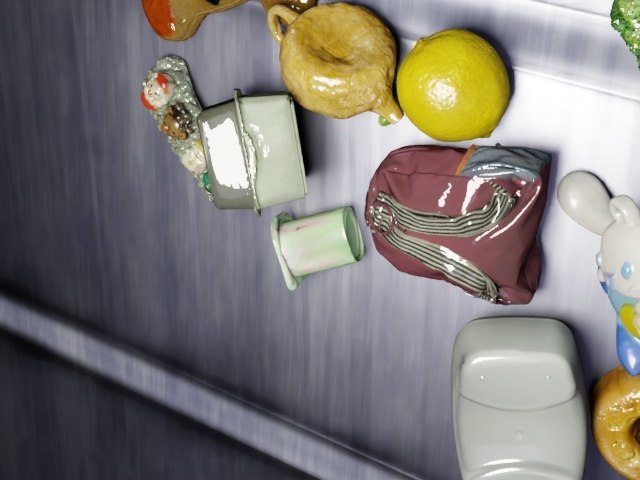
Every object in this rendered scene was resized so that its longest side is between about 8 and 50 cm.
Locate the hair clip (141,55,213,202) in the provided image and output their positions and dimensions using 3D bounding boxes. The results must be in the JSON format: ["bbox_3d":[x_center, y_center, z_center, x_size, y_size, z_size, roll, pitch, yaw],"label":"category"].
[{"bbox_3d":[-0.270,-0.218,1.486,0.138,0.091,0.321,-35,88,31],"label":"hair clip"}]

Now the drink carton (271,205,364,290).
[{"bbox_3d":[0.000,0.000,1.408,0.142,0.146,0.144,-15,99,19],"label":"drink carton"}]

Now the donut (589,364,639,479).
[{"bbox_3d":[0.578,0.312,1.248,0.226,0.114,0.227,8,110,22],"label":"donut"}]

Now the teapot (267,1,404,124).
[{"bbox_3d":[0.021,-0.307,1.295,0.311,0.203,0.167,37,159,15],"label":"teapot"}]

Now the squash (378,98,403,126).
[{"bbox_3d":[0.140,-0.242,1.330,0.089,0.027,0.027,-42,86,25],"label":"squash"}]

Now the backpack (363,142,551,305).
[{"bbox_3d":[0.223,-0.040,1.250,0.317,0.197,0.283,12,123,25],"label":"backpack"}]

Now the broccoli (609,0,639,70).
[{"bbox_3d":[0.547,-0.354,0.988,0.307,0.275,0.308,-3,112,-7],"label":"broccoli"}]

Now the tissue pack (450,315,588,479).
[{"bbox_3d":[0.349,0.295,1.287,0.229,0.236,0.333,-3,104,16],"label":"tissue pack"}]

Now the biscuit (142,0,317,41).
[{"bbox_3d":[-0.187,-0.574,1.353,0.393,0.076,0.368,0,106,25],"label":"biscuit"}]

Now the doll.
[{"bbox_3d":[0.520,0.087,1.125,0.187,0.376,0.366,-24,114,22],"label":"doll"}]

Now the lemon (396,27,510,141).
[{"bbox_3d":[0.221,-0.251,1.208,0.178,0.178,0.203,-32,103,29],"label":"lemon"}]

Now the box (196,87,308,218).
[{"bbox_3d":[-0.120,-0.167,1.318,0.166,0.290,0.221,-11,102,-2],"label":"box"}]
